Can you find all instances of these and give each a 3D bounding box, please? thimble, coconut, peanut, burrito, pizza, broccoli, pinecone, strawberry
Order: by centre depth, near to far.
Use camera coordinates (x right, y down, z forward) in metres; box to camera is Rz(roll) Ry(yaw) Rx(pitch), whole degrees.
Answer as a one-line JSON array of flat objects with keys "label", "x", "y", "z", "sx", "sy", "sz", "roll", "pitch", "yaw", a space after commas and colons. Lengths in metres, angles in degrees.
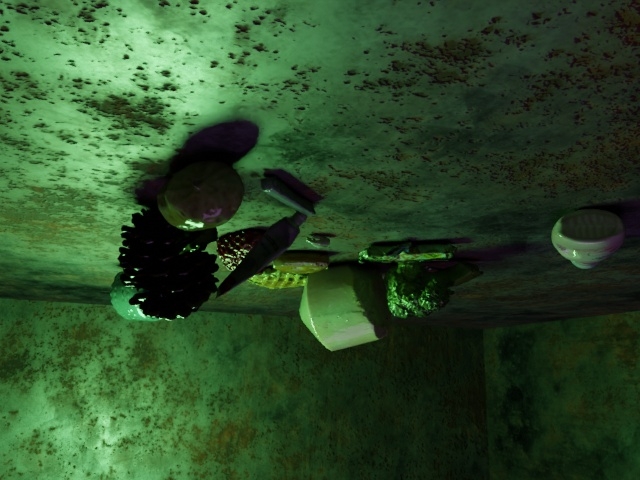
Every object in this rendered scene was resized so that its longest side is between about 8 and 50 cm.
[{"label": "peanut", "x": -0.236, "y": -0.081, "z": 1.042, "sx": 0.129, "sy": 0.129, "sz": 0.224, "roll": 12, "pitch": 163, "yaw": -35}, {"label": "pinecone", "x": -0.374, "y": 0.048, "z": 1.326, "sx": 0.247, "sy": 0.292, "sz": 0.246, "roll": -7, "pitch": -152, "yaw": 4}, {"label": "strawberry", "x": -0.206, "y": 0.047, "z": 1.571, "sx": 0.190, "sy": 0.111, "sz": 0.236, "roll": 8, "pitch": 164, "yaw": -17}, {"label": "burrito", "x": 0.248, "y": 0.033, "z": 1.576, "sx": 0.288, "sy": 0.054, "sz": 0.104, "roll": -3, "pitch": 165, "yaw": 16}, {"label": "broccoli", "x": 0.336, "y": 0.127, "z": 1.738, "sx": 0.302, "sy": 0.186, "sz": 0.254, "roll": -27, "pitch": -170, "yaw": 25}, {"label": "pizza", "x": -0.052, "y": 0.074, "z": 1.782, "sx": 0.182, "sy": 0.062, "sz": 0.161, "roll": -7, "pitch": 157, "yaw": 13}, {"label": "coconut", "x": 0.075, "y": 0.233, "z": 1.926, "sx": 0.310, "sy": 0.297, "sz": 0.297, "roll": -13, "pitch": 161, "yaw": 23}, {"label": "thimble", "x": -0.685, "y": 0.202, "z": 2.077, "sx": 0.143, "sy": 0.198, "sz": 0.235, "roll": -1, "pitch": 137, "yaw": 20}]

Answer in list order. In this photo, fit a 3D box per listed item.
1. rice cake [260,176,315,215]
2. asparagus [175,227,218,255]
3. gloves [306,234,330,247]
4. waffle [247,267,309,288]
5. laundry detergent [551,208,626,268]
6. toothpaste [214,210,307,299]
[{"label": "rice cake", "x": -0.064, "y": -0.091, "z": 1.164, "sx": 0.033, "sy": 0.033, "sz": 0.208, "roll": -7, "pitch": 164, "yaw": 24}, {"label": "asparagus", "x": -0.379, "y": 0.008, "z": 1.511, "sx": 0.080, "sy": 0.080, "sz": 0.287, "roll": 11, "pitch": 163, "yaw": -34}, {"label": "gloves", "x": -0.001, "y": 0.001, "z": 1.532, "sx": 0.081, "sy": 0.037, "sz": 0.044, "roll": 9, "pitch": 129, "yaw": -8}, {"label": "waffle", "x": -0.159, "y": 0.144, "z": 2.066, "sx": 0.250, "sy": 0.056, "sz": 0.261, "roll": -8, "pitch": 161, "yaw": 34}, {"label": "laundry detergent", "x": 0.664, "y": 0.006, "z": 1.359, "sx": 0.159, "sy": 0.087, "sz": 0.335, "roll": 0, "pitch": 167, "yaw": 24}, {"label": "toothpaste", "x": -0.148, "y": 0.035, "z": 1.313, "sx": 0.301, "sy": 0.075, "sz": 0.048, "roll": -43, "pitch": 133, "yaw": 9}]
